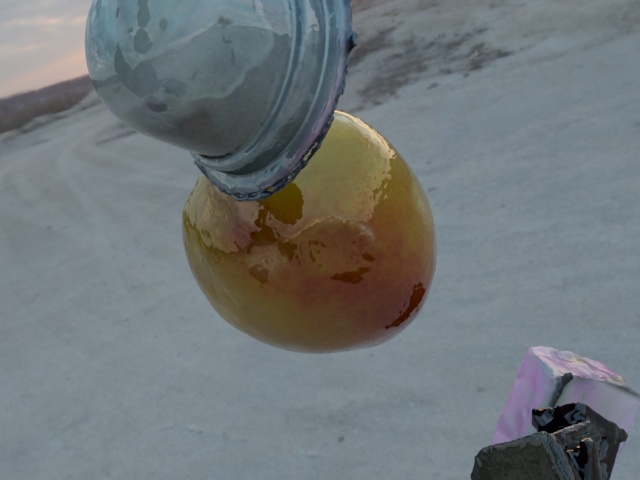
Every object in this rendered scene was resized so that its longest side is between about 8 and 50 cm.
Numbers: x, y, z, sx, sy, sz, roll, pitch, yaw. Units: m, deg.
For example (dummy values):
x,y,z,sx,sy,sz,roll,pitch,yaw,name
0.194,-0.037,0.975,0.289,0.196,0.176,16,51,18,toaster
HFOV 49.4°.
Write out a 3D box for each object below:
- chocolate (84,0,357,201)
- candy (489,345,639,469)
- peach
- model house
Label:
x,y,z,sx,sy,sz,roll,pitch,yaw,name
-0.093,-0.142,0.505,0.147,0.221,0.221,15,-3,-36,chocolate
0.353,0.306,1.043,0.156,0.264,0.116,15,9,-17,candy
0.002,0.000,0.826,0.289,0.308,0.289,-41,3,3,peach
0.205,0.237,0.563,0.164,0.203,0.141,3,7,-34,model house
